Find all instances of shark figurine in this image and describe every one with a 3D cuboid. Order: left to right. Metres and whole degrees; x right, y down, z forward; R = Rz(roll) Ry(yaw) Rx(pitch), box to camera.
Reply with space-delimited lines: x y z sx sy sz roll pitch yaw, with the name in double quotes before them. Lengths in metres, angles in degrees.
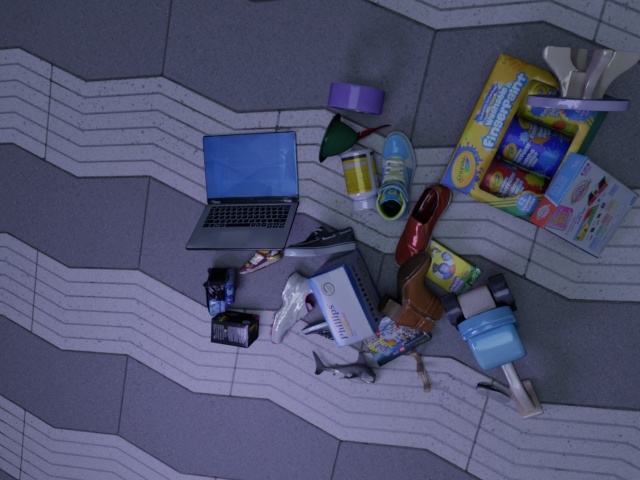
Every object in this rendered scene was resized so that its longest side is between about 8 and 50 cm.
"shark figurine" 0.114 0.487 2.018 0.278 0.166 0.116 3 75 31

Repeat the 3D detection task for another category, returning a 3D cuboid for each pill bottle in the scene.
"pill bottle" 0.147 -0.217 1.855 0.119 0.119 0.209 -9 97 15

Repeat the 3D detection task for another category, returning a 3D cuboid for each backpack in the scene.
"backpack" -0.393 0.209 2.049 0.116 0.158 0.174 0 113 -4

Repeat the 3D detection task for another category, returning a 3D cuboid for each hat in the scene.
"hat" 0.115 -0.338 1.813 0.183 0.173 0.209 23 104 9

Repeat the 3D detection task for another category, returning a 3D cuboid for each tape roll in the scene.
"tape roll" 0.122 -0.484 1.777 0.188 0.189 0.080 11 103 12

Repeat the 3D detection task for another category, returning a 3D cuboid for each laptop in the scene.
"laptop" -0.292 -0.184 1.916 0.381 0.408 0.237 0 134 14

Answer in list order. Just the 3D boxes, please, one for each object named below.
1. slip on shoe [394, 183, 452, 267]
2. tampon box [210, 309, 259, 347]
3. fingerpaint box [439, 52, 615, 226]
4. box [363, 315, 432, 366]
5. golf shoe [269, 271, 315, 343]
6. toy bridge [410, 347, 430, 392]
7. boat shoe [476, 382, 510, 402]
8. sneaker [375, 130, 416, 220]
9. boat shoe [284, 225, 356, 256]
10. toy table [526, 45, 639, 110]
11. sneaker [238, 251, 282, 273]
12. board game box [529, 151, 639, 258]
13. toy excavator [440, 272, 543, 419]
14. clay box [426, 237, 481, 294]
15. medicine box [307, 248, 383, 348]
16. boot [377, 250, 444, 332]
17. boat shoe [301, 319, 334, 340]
"slip on shoe" 0.345 -0.051 1.826 0.123 0.101 0.332 39 109 39
"tampon box" -0.341 0.351 2.074 0.160 0.120 0.102 7 103 12
"fingerpaint box" 0.651 -0.318 1.691 0.370 0.163 0.445 26 104 8
"box" 0.280 0.354 1.963 0.233 0.044 0.159 -32 92 17
"golf shoe" -0.105 0.278 2.012 0.140 0.115 0.307 21 105 6
"toy bridge" 0.376 0.483 1.952 0.026 0.063 0.188 -17 109 16
"boat shoe" 0.638 0.562 1.917 0.125 0.038 0.046 14 122 12
"sneaker" 0.259 -0.215 1.782 0.126 0.208 0.320 0 99 15
"boat shoe" 0.000 0.000 1.866 0.108 0.301 0.102 -3 94 58
"toy table" 0.738 -0.454 1.458 0.274 0.252 0.161 1 111 -5
"sneaker" -0.244 0.071 2.035 0.185 0.069 0.084 -22 85 10
"board game box" 0.835 -0.104 1.635 0.316 0.064 0.242 22 103 -31
"toy excavator" 0.617 0.386 1.777 0.222 0.433 0.446 -23 66 16
"clay box" 0.456 0.101 1.871 0.222 0.053 0.128 33 106 7
"medicine box" 0.101 0.197 1.851 0.149 0.289 0.264 -24 94 17
"boot" 0.362 0.191 1.825 0.220 0.109 0.284 27 102 -18
"boat shoe" 0.017 0.354 2.016 0.183 0.065 0.083 -20 93 15
